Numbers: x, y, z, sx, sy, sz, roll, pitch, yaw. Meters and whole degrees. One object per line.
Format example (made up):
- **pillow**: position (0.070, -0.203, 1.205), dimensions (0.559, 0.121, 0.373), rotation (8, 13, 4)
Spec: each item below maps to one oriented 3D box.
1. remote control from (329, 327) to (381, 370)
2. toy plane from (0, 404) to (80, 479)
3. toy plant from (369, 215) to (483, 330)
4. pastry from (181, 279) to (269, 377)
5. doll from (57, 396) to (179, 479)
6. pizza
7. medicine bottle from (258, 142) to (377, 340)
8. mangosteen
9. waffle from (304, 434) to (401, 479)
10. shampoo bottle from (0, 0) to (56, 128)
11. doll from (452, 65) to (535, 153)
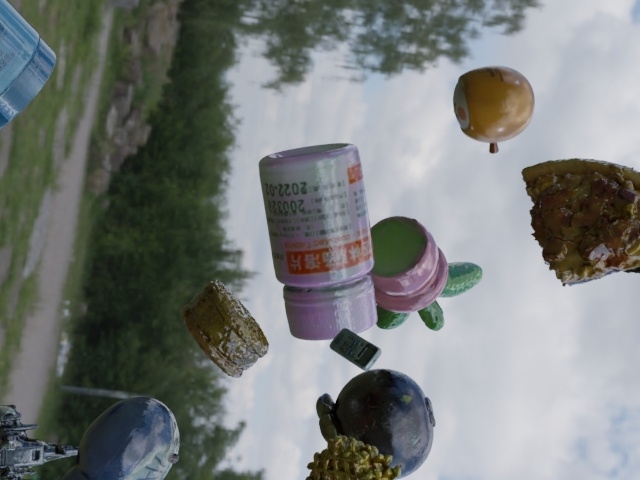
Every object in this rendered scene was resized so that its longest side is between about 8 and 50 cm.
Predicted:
- **remote control**: position (0.065, 0.204, 1.705), dimensions (0.053, 0.018, 0.124), rotation (-48, -145, -10)
- **toy plane**: position (-0.543, 0.400, 1.706), dimensions (0.088, 0.261, 0.192), rotation (163, -73, -68)
- **toy plant**: position (0.245, 0.085, 2.277), dimensions (0.356, 0.317, 0.211), rotation (58, 3, -48)
- **pastry**: position (-0.182, 0.171, 1.750), dimensions (0.103, 0.189, 0.189), rotation (-39, -169, 1)
- **doll**: position (-0.308, 0.360, 1.365), dimensions (0.258, 0.154, 0.228), rotation (-49, 165, -13)
- **pizza**: position (0.547, -0.042, 1.844), dimensions (0.278, 0.114, 0.409), rotation (-49, -137, 1)
- **medicine bottle**: position (0.000, 0.000, 1.922), dimensions (0.219, 0.219, 0.389), rotation (-122, -156, -78)
- **mangosteen**: position (0.137, 0.447, 2.204), dimensions (0.288, 0.287, 0.288), rotation (-173, -90, -82)
- **waffle**: position (0.052, 0.444, 1.593), dimensions (0.193, 0.070, 0.197), rotation (31, -68, 41)
- **shampoo bottle**: position (-0.792, -0.410, 1.891), dimensions (0.343, 0.331, 0.331), rotation (50, 26, -36)
- **doll**: position (0.433, -0.313, 2.260), dimensions (0.213, 0.213, 0.236), rotation (-94, 172, -55)
